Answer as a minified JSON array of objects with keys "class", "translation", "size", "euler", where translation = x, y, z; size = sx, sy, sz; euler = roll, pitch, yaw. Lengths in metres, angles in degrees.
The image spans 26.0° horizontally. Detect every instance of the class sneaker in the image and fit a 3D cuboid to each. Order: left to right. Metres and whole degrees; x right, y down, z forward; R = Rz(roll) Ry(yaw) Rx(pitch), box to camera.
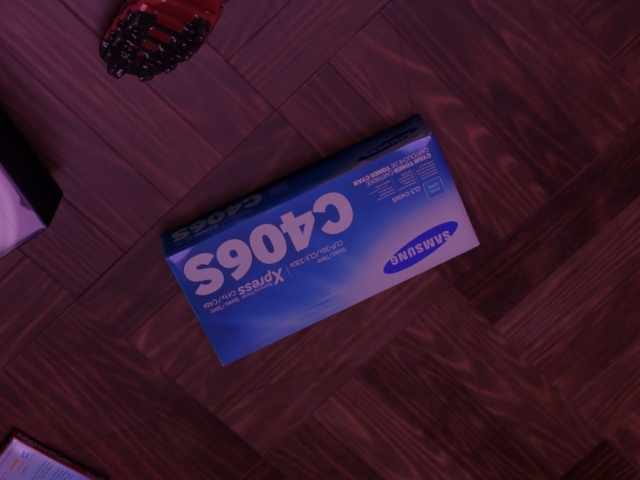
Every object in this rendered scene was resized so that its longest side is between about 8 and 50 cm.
[{"class":"sneaker","translation":[-0.148,-0.290,1.515],"size":[0.097,0.135,0.276],"euler":[24,130,-31]}]

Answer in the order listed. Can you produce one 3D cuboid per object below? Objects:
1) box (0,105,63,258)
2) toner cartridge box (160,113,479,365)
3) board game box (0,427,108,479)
[{"class":"box","translation":[-0.482,-0.070,1.470],"size":[0.294,0.183,0.296],"euler":[-34,104,3]},{"class":"toner cartridge box","translation":[0.000,0.000,1.672],"size":[0.348,0.075,0.165],"euler":[-26,116,0]},{"class":"board game box","translation":[-0.409,0.383,1.777],"size":[0.145,0.027,0.281],"euler":[34,102,-20]}]
